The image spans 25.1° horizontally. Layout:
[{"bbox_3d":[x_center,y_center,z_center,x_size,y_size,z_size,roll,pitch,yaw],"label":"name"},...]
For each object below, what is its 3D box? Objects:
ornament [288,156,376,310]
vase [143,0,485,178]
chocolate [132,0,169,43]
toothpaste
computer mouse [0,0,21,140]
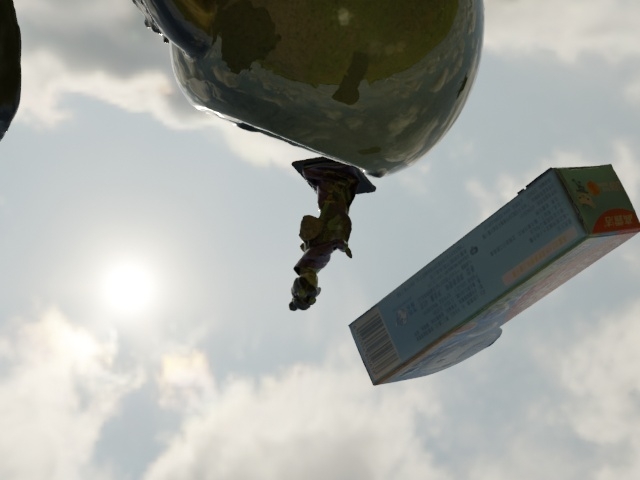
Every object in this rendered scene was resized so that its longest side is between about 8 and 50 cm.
[{"bbox_3d":[0.008,-0.004,1.707,0.081,0.088,0.203,-14,-132,28],"label":"ornament"},{"bbox_3d":[-0.006,-0.226,1.074,0.329,0.302,0.241,19,-177,-37],"label":"vase"},{"bbox_3d":[-0.113,-0.234,1.389,0.156,0.156,0.133,-6,-133,-11],"label":"chocolate"},{"bbox_3d":[0.102,0.022,0.830,0.070,0.193,0.044,-6,-114,-41],"label":"toothpaste"},{"bbox_3d":[-0.266,-0.105,0.886,0.100,0.269,0.170,-23,-94,-44],"label":"computer mouse"}]
